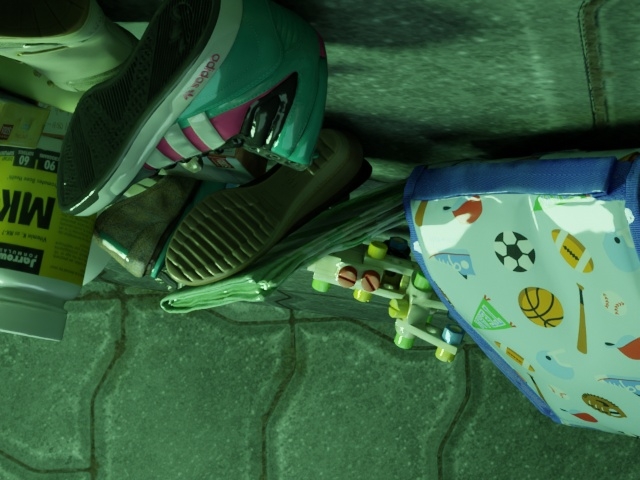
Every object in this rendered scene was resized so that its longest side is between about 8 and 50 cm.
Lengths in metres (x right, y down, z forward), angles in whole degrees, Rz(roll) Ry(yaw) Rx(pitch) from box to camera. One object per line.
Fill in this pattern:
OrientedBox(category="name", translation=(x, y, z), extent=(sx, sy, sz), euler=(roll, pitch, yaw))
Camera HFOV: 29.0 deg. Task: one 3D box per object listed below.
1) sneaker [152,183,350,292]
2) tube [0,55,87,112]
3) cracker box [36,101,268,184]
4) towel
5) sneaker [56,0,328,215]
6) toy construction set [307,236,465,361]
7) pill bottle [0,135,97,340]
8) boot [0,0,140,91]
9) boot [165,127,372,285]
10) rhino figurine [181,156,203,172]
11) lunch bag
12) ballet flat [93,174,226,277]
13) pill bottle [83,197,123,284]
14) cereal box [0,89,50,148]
OrientedBox(category="sneaker", translation=(-0.100, -0.039, 1.688), extent=(0.330, 0.147, 0.130), euler=(-17, 131, 34))
OrientedBox(category="tube", translation=(-0.309, -0.176, 1.132), extent=(0.070, 0.062, 0.240), euler=(9, 175, 42))
OrientedBox(category="cracker box", translation=(-0.183, -0.117, 1.383), extent=(0.232, 0.067, 0.156), euler=(8, 172, 9))
OrientedBox(category="towel", translation=(0.000, 0.000, 1.433), extent=(0.325, 0.038, 0.248), euler=(-29, -172, -31))
OrientedBox(category="sneaker", translation=(-0.092, -0.102, 1.051), extent=(0.178, 0.123, 0.295), euler=(13, 145, -34))
OrientedBox(category="toy construction set", translation=(0.071, 0.052, 1.871), extent=(0.328, 0.151, 0.215), euler=(28, -157, -9))
OrientedBox(category="pill bottle", translation=(-0.307, -0.002, 1.338), extent=(0.119, 0.208, 0.119), euler=(9, 172, 1))
OrientedBox(category="boot", translation=(-0.266, -0.179, 1.046), extent=(0.213, 0.077, 0.165), euler=(6, 173, 13))
OrientedBox(category="boot", translation=(-0.047, -0.026, 1.399), extent=(0.090, 0.248, 0.207), euler=(52, -177, 12))
OrientedBox(category="rhino figurine", translation=(-0.118, -0.122, 1.205), extent=(0.243, 0.106, 0.073), euler=(2, 132, 28))
OrientedBox(category="lunch bag", translation=(0.311, 0.037, 1.316), extent=(0.385, 0.239, 0.328), euler=(41, 156, -30))
OrientedBox(category="ballet flat", translation=(-0.193, -0.054, 1.499), extent=(0.106, 0.107, 0.316), euler=(26, -160, 1))
OrientedBox(category="pill bottle", translation=(-0.431, -0.060, 1.459), extent=(0.229, 0.229, 0.408), euler=(3, 170, 34))
OrientedBox(category="cereal box", translation=(-0.384, -0.150, 1.144), extent=(0.240, 0.047, 0.173), euler=(23, -176, 0))
